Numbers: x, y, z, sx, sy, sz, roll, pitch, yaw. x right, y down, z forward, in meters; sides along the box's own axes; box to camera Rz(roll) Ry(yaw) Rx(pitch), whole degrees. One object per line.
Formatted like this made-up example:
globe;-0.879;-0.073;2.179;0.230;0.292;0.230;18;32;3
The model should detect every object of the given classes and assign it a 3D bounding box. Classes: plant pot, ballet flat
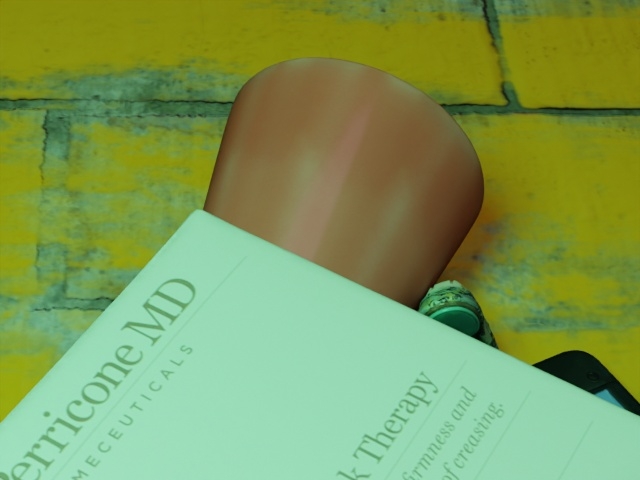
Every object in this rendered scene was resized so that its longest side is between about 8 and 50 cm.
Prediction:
plant pot;0.000;0.000;1.572;0.274;0.275;0.243;15;51;10
ballet flat;0.126;0.074;1.545;0.070;0.188;0.070;-5;65;12

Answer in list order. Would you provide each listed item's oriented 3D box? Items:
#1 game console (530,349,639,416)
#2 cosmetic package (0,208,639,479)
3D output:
game console;0.236;0.181;1.441;0.250;0.173;0.293;-19;47;-25
cosmetic package;-0.015;0.257;1.150;0.393;0.327;0.329;25;50;17
